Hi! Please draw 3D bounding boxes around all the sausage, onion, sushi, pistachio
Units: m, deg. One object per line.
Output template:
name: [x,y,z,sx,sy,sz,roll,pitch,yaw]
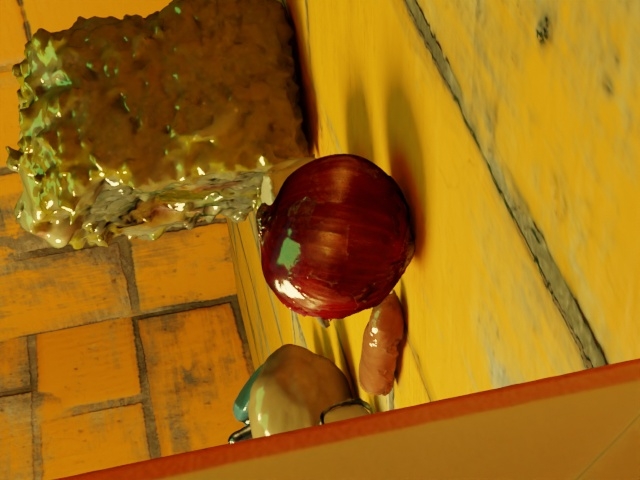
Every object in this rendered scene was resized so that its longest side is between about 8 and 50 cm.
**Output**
sausage: [0.052,0.094,1.033,0.158,0.036,0.042,92,154,-58]
onion: [0.010,-0.003,0.893,0.131,0.131,0.131,169,90,-83]
sushi: [-0.202,-0.130,1.427,0.396,0.351,0.240,127,131,-79]
pistachio: [-0.017,0.229,1.410,0.136,0.135,0.226,-116,14,-65]

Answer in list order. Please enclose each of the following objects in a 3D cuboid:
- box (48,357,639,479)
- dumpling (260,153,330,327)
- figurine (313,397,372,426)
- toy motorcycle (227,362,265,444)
box: [0.021,0.269,0.396,0.257,0.318,0.349,90,166,-54]
dumpling: [-0.001,0.000,1.074,0.176,0.092,0.150,106,153,-74]
figurine: [0.024,0.288,1.282,0.246,0.110,0.138,95,152,-42]
toy motorcycle: [-0.041,0.329,1.562,0.232,0.172,0.416,80,-175,-66]
